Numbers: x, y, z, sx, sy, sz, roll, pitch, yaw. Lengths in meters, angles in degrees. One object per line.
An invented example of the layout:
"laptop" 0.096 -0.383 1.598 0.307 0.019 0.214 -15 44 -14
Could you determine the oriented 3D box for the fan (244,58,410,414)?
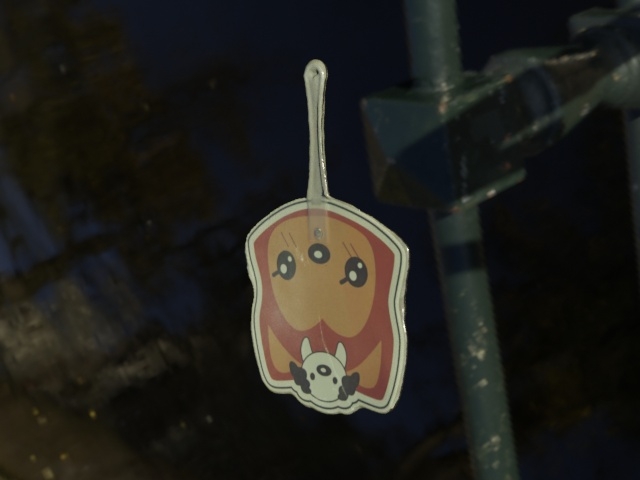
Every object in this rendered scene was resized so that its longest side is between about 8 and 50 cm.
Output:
"fan" 0.000 0.000 0.715 0.132 0.009 0.220 5 100 39
